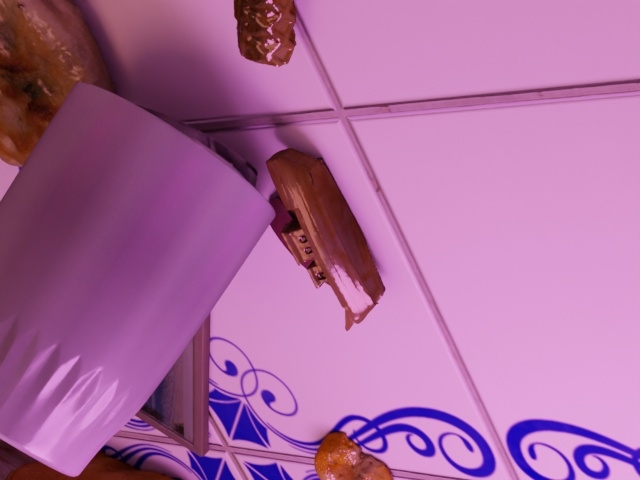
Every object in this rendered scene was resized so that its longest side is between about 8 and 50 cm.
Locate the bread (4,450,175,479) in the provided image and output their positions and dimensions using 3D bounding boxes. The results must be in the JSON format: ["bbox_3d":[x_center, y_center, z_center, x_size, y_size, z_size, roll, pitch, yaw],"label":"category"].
[{"bbox_3d":[-0.331,0.411,2.195,0.344,0.195,0.149,10,138,35],"label":"bread"}]

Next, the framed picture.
[{"bbox_3d":[-0.243,0.139,1.977,0.232,0.024,0.315,28,142,20],"label":"framed picture"}]

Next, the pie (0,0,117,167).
[{"bbox_3d":[-0.358,-0.206,1.704,0.337,0.075,0.338,26,140,24],"label":"pie"}]

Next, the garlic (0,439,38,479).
[{"bbox_3d":[-0.555,0.417,2.448,0.207,0.207,0.257,40,143,8],"label":"garlic"}]

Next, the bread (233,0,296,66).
[{"bbox_3d":[-0.053,-0.224,1.397,0.066,0.060,0.110,55,156,38],"label":"bread"}]

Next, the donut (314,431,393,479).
[{"bbox_3d":[0.036,0.291,1.836,0.108,0.043,0.097,35,143,21],"label":"donut"}]

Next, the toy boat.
[{"bbox_3d":[0.000,0.000,1.552,0.072,0.064,0.206,-15,109,31],"label":"toy boat"}]

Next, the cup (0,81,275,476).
[{"bbox_3d":[-0.239,0.036,1.545,0.253,0.372,0.253,32,171,6],"label":"cup"}]

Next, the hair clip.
[{"bbox_3d":[-0.009,0.007,1.615,0.137,0.022,0.054,43,148,3],"label":"hair clip"}]
